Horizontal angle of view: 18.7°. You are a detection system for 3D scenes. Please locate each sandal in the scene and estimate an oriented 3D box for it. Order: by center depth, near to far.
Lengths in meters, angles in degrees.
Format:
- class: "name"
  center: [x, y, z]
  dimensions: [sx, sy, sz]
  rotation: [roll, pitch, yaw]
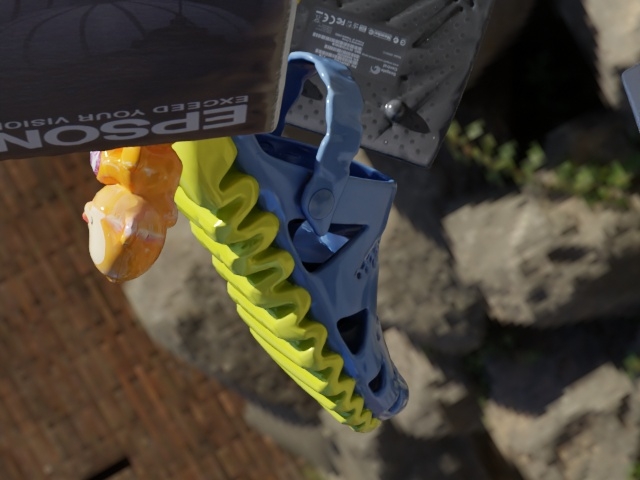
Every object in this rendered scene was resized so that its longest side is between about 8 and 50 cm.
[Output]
- class: "sandal"
  center: [0.000, 0.000, 1.268]
  dimensions: [0.126, 0.138, 0.317]
  rotation: [38, 161, 46]

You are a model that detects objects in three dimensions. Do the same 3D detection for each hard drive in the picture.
- class: "hard drive"
  center: [0.040, -0.193, 1.385]
  dimensions: [0.172, 0.254, 0.054]
  rotation: [17, 177, -4]

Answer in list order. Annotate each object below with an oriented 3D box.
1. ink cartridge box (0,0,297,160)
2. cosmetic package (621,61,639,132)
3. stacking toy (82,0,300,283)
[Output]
- class: "ink cartridge box"
  center: [-0.085, -0.069, 0.369]
  dimensions: [0.332, 0.165, 0.065]
  rotation: [103, 160, -77]
- class: "cosmetic package"
  center: [0.295, 0.013, 1.096]
  dimensions: [0.224, 0.138, 0.224]
  rotation: [46, -156, -38]
- class: "stacking toy"
  center: [-0.080, -0.124, 1.050]
  dimensions: [0.175, 0.166, 0.302]
  rotation: [-143, 68, -75]
